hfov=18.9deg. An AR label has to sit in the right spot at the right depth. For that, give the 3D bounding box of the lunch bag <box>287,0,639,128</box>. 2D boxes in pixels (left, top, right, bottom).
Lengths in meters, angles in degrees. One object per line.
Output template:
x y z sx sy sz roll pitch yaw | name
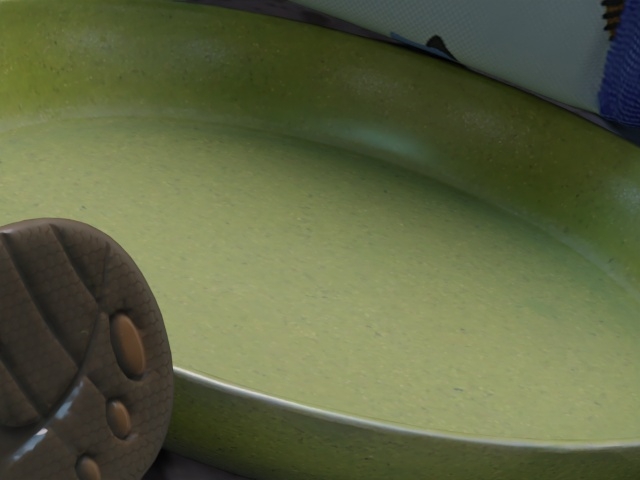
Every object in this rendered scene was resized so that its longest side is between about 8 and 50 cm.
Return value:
0.036 -0.264 0.647 0.328 0.239 0.385 23 42 12 | lunch bag

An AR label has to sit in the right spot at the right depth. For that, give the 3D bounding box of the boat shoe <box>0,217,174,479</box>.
-0.107 0.040 0.297 0.178 0.064 0.060 -17 5 -41 | boat shoe

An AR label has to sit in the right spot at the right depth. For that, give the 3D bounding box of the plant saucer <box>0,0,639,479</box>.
0.000 0.000 0.470 0.241 0.037 0.241 13 23 -5 | plant saucer
